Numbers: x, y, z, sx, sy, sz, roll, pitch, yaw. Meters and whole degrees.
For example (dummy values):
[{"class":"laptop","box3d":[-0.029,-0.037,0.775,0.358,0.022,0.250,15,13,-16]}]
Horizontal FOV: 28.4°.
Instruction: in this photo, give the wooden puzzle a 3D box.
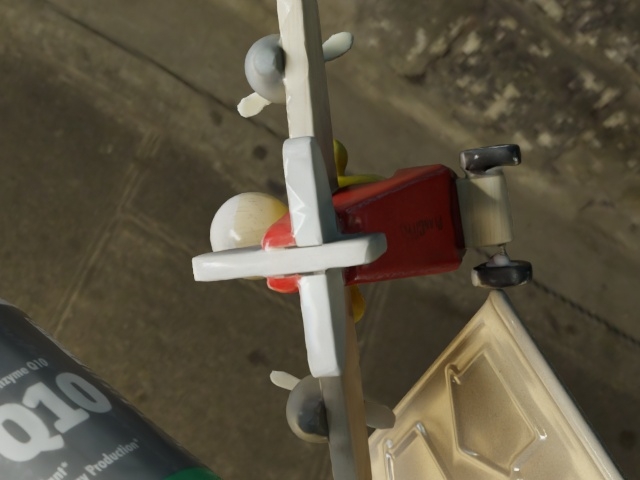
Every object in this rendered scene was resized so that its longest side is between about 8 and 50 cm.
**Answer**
[{"class":"wooden puzzle","box3d":[0.180,0.269,1.224,0.080,0.348,0.322,-3,49,-36]}]

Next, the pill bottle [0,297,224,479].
[{"class":"pill bottle","box3d":[-0.247,0.168,0.951,0.361,0.204,0.204,35,45,22]}]

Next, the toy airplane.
[{"class":"toy airplane","box3d":[0.000,0.000,1.163,0.384,0.272,0.386,52,47,-41]}]
